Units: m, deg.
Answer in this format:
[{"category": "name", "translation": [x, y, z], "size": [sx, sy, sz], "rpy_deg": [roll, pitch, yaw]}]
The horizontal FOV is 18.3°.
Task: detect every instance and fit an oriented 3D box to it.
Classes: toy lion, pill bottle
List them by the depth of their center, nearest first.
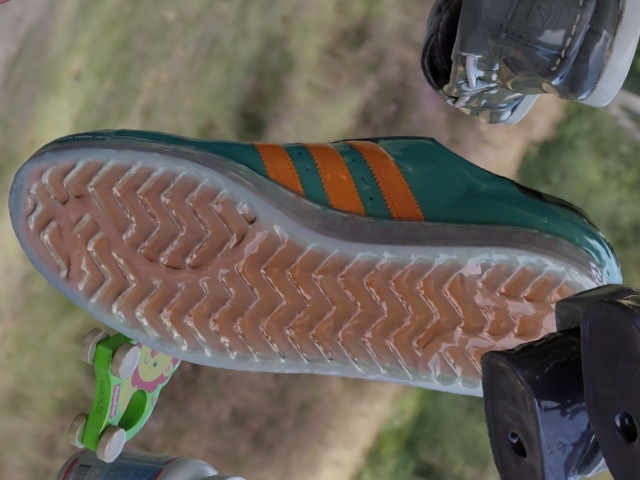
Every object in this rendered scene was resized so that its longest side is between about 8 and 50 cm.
[{"category": "toy lion", "translation": [-0.119, 0.083, 1.291], "size": [0.096, 0.034, 0.100], "rpy_deg": [-27, 135, -55]}, {"category": "pill bottle", "translation": [-0.131, 0.214, 1.588], "size": [0.087, 0.160, 0.087], "rpy_deg": [-4, 95, -53]}]

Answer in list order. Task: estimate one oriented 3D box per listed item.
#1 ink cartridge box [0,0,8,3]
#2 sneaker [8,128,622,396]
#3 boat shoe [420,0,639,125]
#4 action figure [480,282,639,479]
[{"category": "ink cartridge box", "translation": [-0.064, -0.254, 1.036], "size": [0.306, 0.131, 0.226], "rpy_deg": [-29, 179, -25]}, {"category": "sneaker", "translation": [0.000, 0.000, 0.996], "size": [0.121, 0.302, 0.108], "rpy_deg": [-69, 171, -65]}, {"category": "boat shoe", "translation": [0.105, -0.132, 1.183], "size": [0.335, 0.095, 0.112], "rpy_deg": [-158, -95, -82]}, {"category": "action figure", "translation": [0.193, 0.010, 0.706], "size": [0.285, 0.099, 0.185], "rpy_deg": [-25, -165, -25]}]
